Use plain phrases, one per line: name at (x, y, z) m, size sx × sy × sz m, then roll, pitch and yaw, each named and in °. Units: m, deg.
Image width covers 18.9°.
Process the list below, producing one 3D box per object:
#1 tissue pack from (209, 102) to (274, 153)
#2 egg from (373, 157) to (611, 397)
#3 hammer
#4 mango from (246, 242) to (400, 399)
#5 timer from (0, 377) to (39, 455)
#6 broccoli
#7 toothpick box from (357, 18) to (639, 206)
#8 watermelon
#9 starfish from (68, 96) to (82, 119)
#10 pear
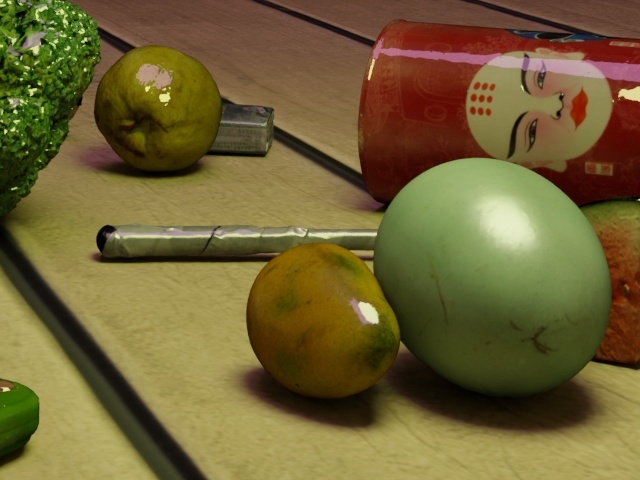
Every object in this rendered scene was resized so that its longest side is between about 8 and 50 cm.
tissue pack at (-0.137, -0.139, 2.365) m, size 0.156 × 0.051 × 0.112 m, roll 3°, pitch 15°, yaw 3°
egg at (0.130, 0.028, 1.457) m, size 0.168 × 0.168 × 0.231 m, roll -3°, pitch 26°, yaw -20°
hammer at (0.000, -0.001, 1.846) m, size 0.426 × 0.044 × 0.152 m, roll 0°, pitch 14°, yaw -3°
mango at (0.000, 0.065, 1.432) m, size 0.089 × 0.111 × 0.163 m, roll 24°, pitch 21°, yaw -27°
timer at (-0.268, 0.120, 1.298) m, size 0.140 × 0.047 × 0.128 m, roll 9°, pitch 14°, yaw 28°
broccoli at (-0.399, -0.150, 1.892) m, size 0.310 × 0.321 × 0.413 m, roll 33°, pitch 16°, yaw 4°
toothpick box at (0.228, -0.120, 2.014) m, size 0.333 × 0.204 × 0.204 m, roll 6°, pitch 14°, yaw 21°
watermelon at (0.247, 0.034, 1.589) m, size 0.193 × 0.137 × 0.145 m, roll -42°, pitch -14°, yaw 36°
starfish at (-0.366, -0.166, 2.402) m, size 0.146 × 0.074 × 0.190 m, roll 0°, pitch 14°, yaw 1°
pear at (-0.187, -0.149, 2.209) m, size 0.148 × 0.149 × 0.162 m, roll 3°, pitch 14°, yaw 6°
